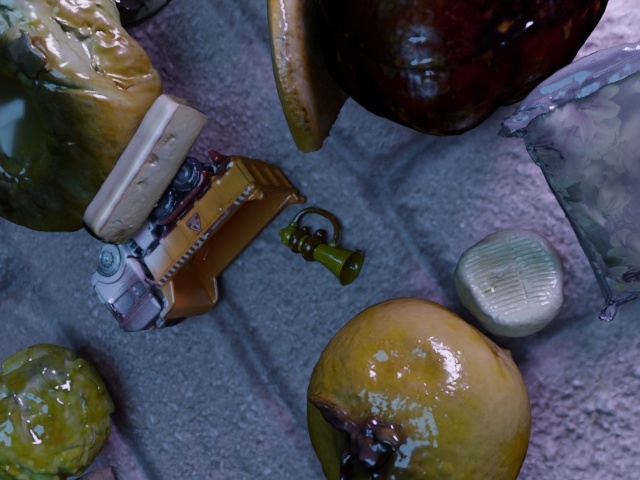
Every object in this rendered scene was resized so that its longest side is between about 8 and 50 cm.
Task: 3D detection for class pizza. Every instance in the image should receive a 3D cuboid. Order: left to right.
[{"bbox_3d":[-0.009,-0.198,0.806,0.034,0.262,0.181,-8,107,16],"label":"pizza"}]

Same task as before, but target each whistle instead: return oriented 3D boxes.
[{"bbox_3d":[-0.002,0.001,0.935,0.109,0.046,0.057,33,123,27],"label":"whistle"}]

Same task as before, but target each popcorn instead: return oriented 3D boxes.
[{"bbox_3d":[-0.378,0.230,1.087,0.212,0.198,0.197,33,110,49],"label":"popcorn"}]

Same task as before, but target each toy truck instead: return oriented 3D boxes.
[{"bbox_3d":[-0.156,0.002,0.978,0.270,0.114,0.135,-44,70,21],"label":"toy truck"}]

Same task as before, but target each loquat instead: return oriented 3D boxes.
[{"bbox_3d":[0.091,0.176,0.793,0.244,0.244,0.243,2,95,27],"label":"loquat"}]

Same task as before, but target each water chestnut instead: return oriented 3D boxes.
[{"bbox_3d":[0.112,-0.228,0.742,0.289,0.289,0.244,48,123,16],"label":"water chestnut"}]

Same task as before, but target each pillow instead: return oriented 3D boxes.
[{"bbox_3d":[0.280,-0.053,0.727,0.169,0.059,0.255,-28,111,12],"label":"pillow"}]

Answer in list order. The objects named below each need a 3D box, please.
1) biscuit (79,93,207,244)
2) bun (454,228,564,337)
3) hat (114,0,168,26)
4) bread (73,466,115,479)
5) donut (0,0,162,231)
[{"bbox_3d":[-0.204,-0.081,0.917,0.188,0.056,0.052,-55,48,8],"label":"biscuit"},{"bbox_3d":[0.195,0.046,0.816,0.115,0.069,0.115,-7,66,17],"label":"bun"},{"bbox_3d":[-0.292,-0.402,1.001,0.257,0.130,0.257,3,96,27],"label":"hat"},{"bbox_3d":[-0.294,0.405,1.097,0.105,0.077,0.152,20,106,29],"label":"bread"},{"bbox_3d":[-0.359,-0.188,0.985,0.361,0.170,0.360,14,127,19],"label":"donut"}]
